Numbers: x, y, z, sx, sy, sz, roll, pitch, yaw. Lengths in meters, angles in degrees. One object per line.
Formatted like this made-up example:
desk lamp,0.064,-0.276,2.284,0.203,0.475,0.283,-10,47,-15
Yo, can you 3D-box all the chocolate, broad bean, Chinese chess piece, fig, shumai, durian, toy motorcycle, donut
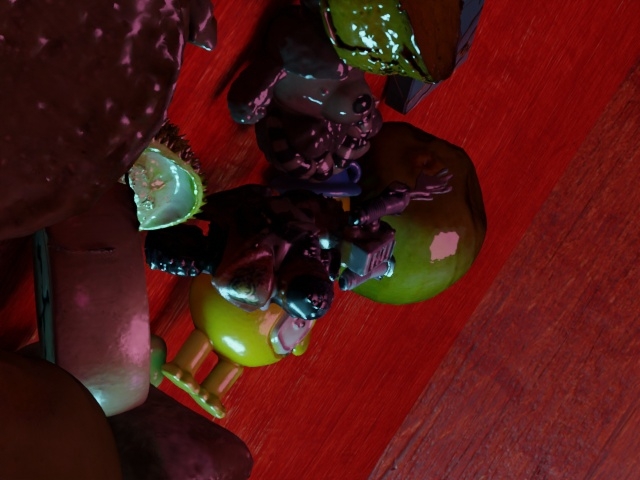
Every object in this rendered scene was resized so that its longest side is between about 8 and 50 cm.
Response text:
chocolate,-0.229,0.193,1.917,0.185,0.303,0.100,-46,144,-29
broad bean,-0.210,0.144,2.309,0.063,0.045,0.083,-33,146,-28
Chinese chess piece,-0.219,0.050,1.822,0.092,0.238,0.238,-3,143,-12
fig,0.095,-0.018,2.535,0.239,0.239,0.271,-43,161,-39
shumai,-0.230,-0.185,1.431,0.330,0.292,0.288,-57,-158,26
durian,-0.173,-0.065,2.009,0.100,0.086,0.215,-16,147,-12
toy motorcycle,0.000,0.000,2.207,0.401,0.207,0.134,-16,127,-44
donut,0.069,-0.298,2.031,0.272,0.107,0.272,-3,90,-71

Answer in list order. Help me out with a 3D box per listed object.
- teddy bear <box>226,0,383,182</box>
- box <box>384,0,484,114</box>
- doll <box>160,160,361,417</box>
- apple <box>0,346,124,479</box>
teddy bear,-0.015,-0.156,2.131,0.171,0.144,0.251,-41,158,-12
box,0.162,-0.292,2.544,0.162,0.041,0.229,-43,158,-38
doll,-0.057,0.045,2.363,0.363,0.145,0.199,-55,130,-16
apple,-0.328,0.244,1.654,0.357,0.357,0.357,-50,162,-22
